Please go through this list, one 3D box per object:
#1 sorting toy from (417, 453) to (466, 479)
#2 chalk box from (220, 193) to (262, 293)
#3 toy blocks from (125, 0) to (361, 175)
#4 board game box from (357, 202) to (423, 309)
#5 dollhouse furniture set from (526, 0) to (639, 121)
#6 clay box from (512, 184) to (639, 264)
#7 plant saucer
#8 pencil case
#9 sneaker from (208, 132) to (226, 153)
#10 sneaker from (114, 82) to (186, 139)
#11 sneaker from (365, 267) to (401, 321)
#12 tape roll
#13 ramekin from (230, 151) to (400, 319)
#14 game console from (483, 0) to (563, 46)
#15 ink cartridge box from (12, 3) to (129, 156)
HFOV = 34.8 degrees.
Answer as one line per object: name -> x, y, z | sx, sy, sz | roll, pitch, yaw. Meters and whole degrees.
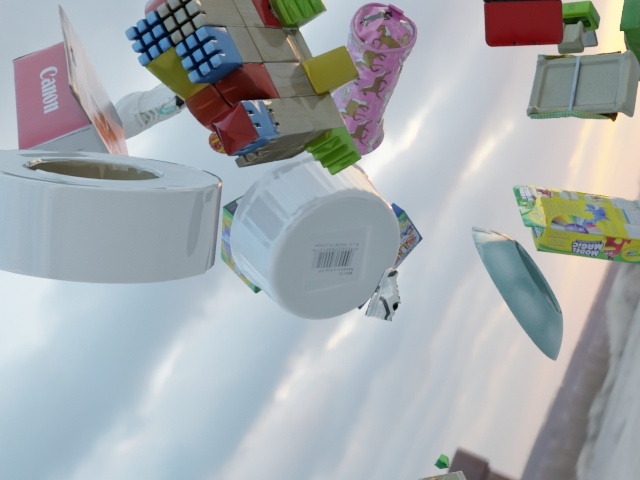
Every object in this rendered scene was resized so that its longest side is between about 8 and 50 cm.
sorting toy -> 0.150, 0.298, 1.248 | 0.012, 0.062, 0.083 | 100, 156, -43
chalk box -> -0.120, -0.021, 2.153 | 0.132, 0.132, 0.213 | -30, -31, -30
toy blocks -> -0.120, -0.239, 1.261 | 0.191, 0.381, 0.261 | -28, -4, 27
board game box -> 0.113, 0.034, 2.065 | 0.201, 0.035, 0.136 | -49, -32, -4
dollhouse furniture set -> 0.542, -0.319, 2.031 | 0.151, 0.198, 0.301 | 55, -136, -47
clay box -> 0.422, -0.027, 1.662 | 0.127, 0.222, 0.053 | -91, 10, -54
plant saucer -> 0.255, 0.055, 1.265 | 0.037, 0.195, 0.195 | -33, -7, 16
pencil case -> 0.111, -0.366, 2.366 | 0.386, 0.160, 0.167 | 106, 157, -56
sneaker -> -0.099, -0.195, 1.559 | 0.175, 0.064, 0.067 | -37, 32, 15
sneaker -> -0.325, -0.263, 2.032 | 0.212, 0.094, 0.080 | -38, -53, -26
sneaker -> 0.100, 0.082, 1.504 | 0.109, 0.044, 0.040 | -62, -10, -48
tape roll -> -0.254, -0.033, 1.135 | 0.286, 0.286, 0.100 | -25, -57, -69
ramekin -> 0.000, 0.000, 1.722 | 0.277, 0.135, 0.277 | -15, -54, -22
game console -> 0.341, -0.403, 1.782 | 0.124, 0.144, 0.085 | -109, 19, -52
ink cartridge box -> -0.422, -0.199, 1.703 | 0.309, 0.130, 0.272 | -114, 2, -50
